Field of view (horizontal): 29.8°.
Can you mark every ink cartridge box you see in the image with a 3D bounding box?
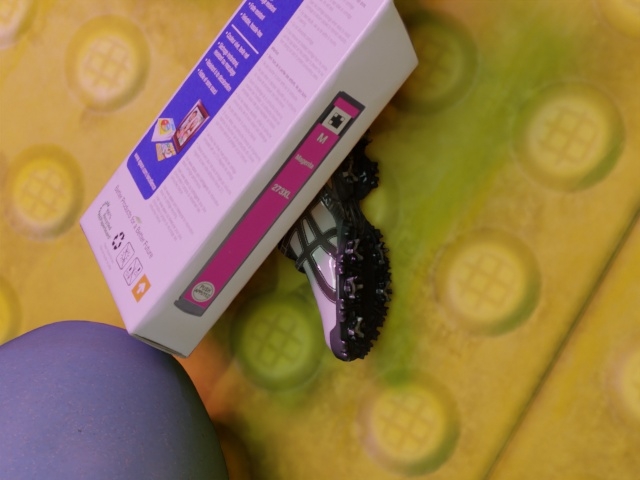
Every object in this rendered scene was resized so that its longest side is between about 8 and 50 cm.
[{"bbox_3d":[-0.043,-0.103,0.922,0.371,0.069,0.176,-53,36,12],"label":"ink cartridge box"}]

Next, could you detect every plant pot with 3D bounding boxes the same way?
[{"bbox_3d":[-0.189,0.178,0.924,0.290,0.290,0.195,0,52,19],"label":"plant pot"}]

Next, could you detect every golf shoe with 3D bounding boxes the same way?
[{"bbox_3d":[0.000,0.000,0.953,0.094,0.077,0.198,-10,78,29],"label":"golf shoe"}]
